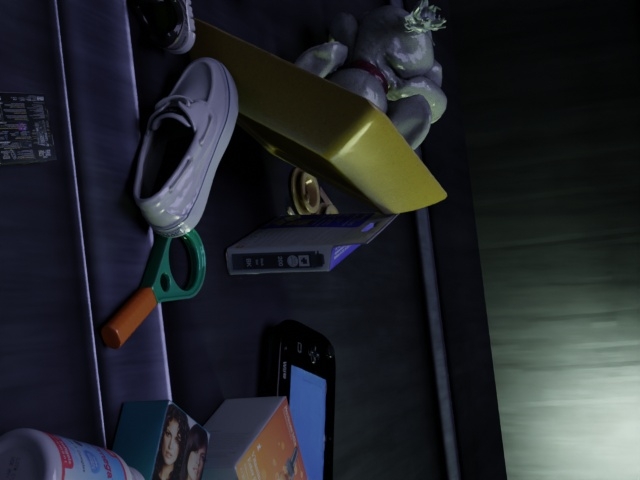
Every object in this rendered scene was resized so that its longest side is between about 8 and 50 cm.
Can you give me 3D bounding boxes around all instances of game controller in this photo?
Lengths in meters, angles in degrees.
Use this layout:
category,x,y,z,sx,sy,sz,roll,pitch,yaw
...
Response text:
category,x,y,z,sx,sy,sz,roll,pitch,yaw
game controller,-0.031,0.281,1.293,0.166,0.067,0.319,45,42,-58

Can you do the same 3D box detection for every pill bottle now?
category,x,y,z,sx,sy,sz,roll,pitch,yaw
pill bottle,-0.226,0.225,0.789,0.160,0.087,0.087,44,44,-59

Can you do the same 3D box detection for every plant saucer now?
category,x,y,z,sx,sy,sz,roll,pitch,yaw
plant saucer,-0.016,-0.152,1.232,0.081,0.333,0.333,-57,151,-2

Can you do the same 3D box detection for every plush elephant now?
category,x,y,z,sx,sy,sz,roll,pitch,yaw
plush elephant,0.084,-0.273,1.560,0.272,0.255,0.330,42,-12,-1

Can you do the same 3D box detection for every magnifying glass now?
category,x,y,z,sx,sy,sz,roll,pitch,yaw
magnifying glass,-0.189,0.054,1.024,0.231,0.026,0.092,-55,134,-59

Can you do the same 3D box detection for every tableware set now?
category,x,y,z,sx,sy,sz,roll,pitch,yaw
tableware set,0.002,-0.054,1.521,0.194,0.039,0.128,54,35,-51

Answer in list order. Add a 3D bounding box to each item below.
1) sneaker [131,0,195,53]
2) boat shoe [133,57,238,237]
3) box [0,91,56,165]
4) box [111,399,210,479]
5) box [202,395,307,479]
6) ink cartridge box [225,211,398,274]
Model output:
category,x,y,z,sx,sy,sz,roll,pitch,yaw
sneaker,-0.196,-0.311,1.070,0.075,0.063,0.170,-51,135,-70
boat shoe,-0.163,-0.132,1.055,0.084,0.095,0.258,59,30,-54
box,-0.288,-0.106,0.832,0.083,0.018,0.067,-23,104,-68
box,-0.182,0.298,0.912,0.100,0.060,0.244,56,34,-49
box,-0.097,0.290,1.089,0.170,0.091,0.130,-47,126,-63
ink cartridge box,0.000,0.000,1.268,0.206,0.208,0.045,-37,121,-65
